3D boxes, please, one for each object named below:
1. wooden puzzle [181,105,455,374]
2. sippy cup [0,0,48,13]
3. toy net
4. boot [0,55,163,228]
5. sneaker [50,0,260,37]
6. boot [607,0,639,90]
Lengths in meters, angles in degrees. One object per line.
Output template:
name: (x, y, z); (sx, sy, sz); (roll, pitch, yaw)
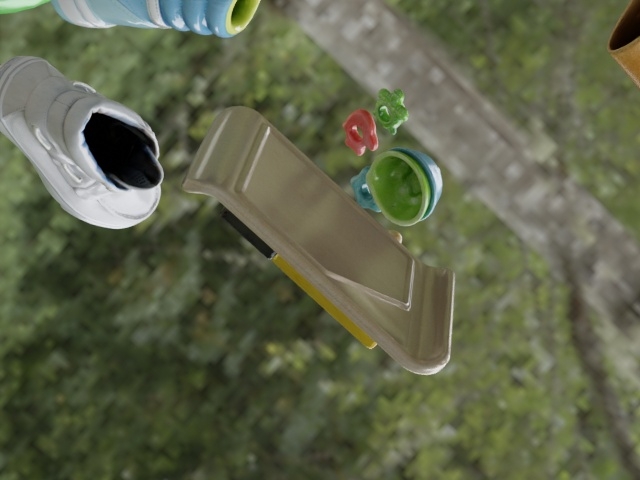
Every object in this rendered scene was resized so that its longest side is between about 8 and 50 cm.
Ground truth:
wooden puzzle: (0.000, 0.000, 1.561); (0.044, 0.239, 0.221); (-50, -172, 17)
sippy cup: (-0.229, -0.259, 1.066); (0.240, 0.224, 0.305); (-14, -107, 32)
toy net: (0.027, -0.036, 1.797); (0.045, 0.122, 0.232); (-25, 167, -40)
boot: (-0.185, -0.063, 1.749); (0.123, 0.258, 0.095); (29, -98, 33)
sneaker: (-0.115, -0.278, 1.425); (0.208, 0.319, 0.127); (14, -128, 25)
boot: (0.327, -0.118, 1.805); (0.295, 0.211, 0.104); (-55, -149, 11)
